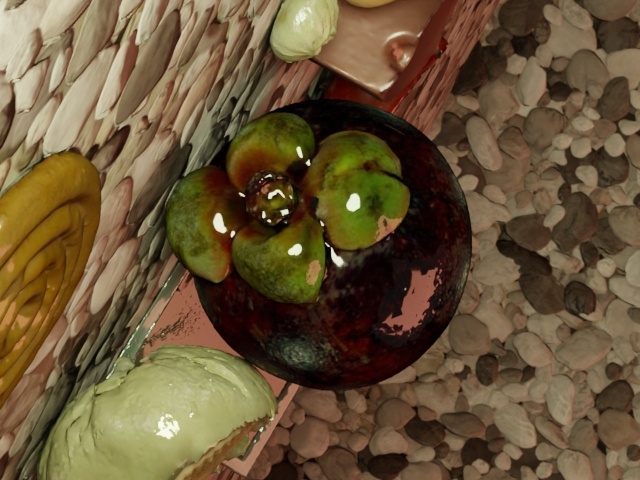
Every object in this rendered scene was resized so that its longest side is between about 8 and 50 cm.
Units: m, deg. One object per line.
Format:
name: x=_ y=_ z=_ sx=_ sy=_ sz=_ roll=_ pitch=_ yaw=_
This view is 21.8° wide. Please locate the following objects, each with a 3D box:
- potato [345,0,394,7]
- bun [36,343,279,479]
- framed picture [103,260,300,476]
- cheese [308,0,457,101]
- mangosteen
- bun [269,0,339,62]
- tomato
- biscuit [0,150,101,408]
potato: x=0.072 y=-0.297 z=1.672 sx=0.147 sy=0.112 sz=0.112 roll=-41 pitch=169 yaw=-12
bun: x=-0.174 y=0.194 z=1.663 sx=0.259 sy=0.152 sz=0.259 roll=-41 pitch=173 yaw=-6
framed picture: x=-0.090 y=0.090 z=1.855 sx=0.019 sy=0.232 sz=0.296 roll=19 pitch=-106 yaw=53
cheese: x=0.063 y=-0.229 z=1.770 sx=0.177 sy=0.128 sz=0.203 roll=-55 pitch=173 yaw=-38
mangosteen: x=0.005 y=0.006 z=1.635 sx=0.300 sy=0.300 sz=0.300 roll=-58 pitch=173 yaw=-12
bun: x=-0.011 y=-0.211 z=1.622 sx=0.086 sy=0.054 sz=0.086 roll=-58 pitch=172 yaw=-13
tomato: x=0.051 y=-0.177 z=2.041 sx=0.228 sy=0.101 sz=0.228 roll=-53 pitch=179 yaw=-1
biscuit: x=-0.234 y=0.053 z=1.219 sx=0.262 sy=0.037 sz=0.262 roll=-59 pitch=174 yaw=-11
